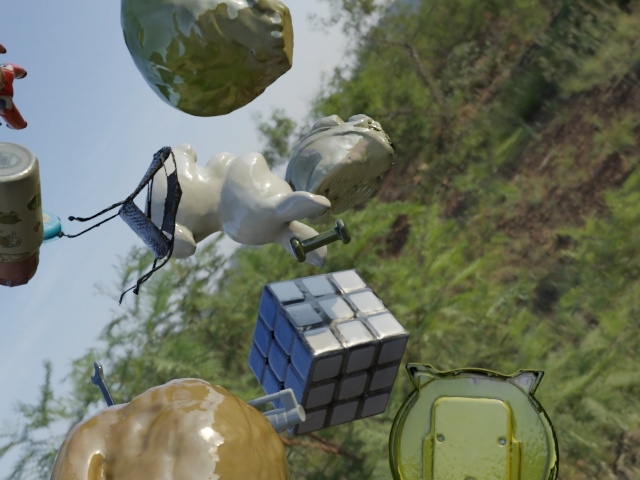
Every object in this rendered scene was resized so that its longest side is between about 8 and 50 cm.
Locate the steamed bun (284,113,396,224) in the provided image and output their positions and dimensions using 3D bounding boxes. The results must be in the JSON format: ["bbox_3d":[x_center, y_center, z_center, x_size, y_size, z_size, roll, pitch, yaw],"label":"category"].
[{"bbox_3d":[0.030,-0.207,2.159,0.280,0.207,0.268,-26,-24,-19],"label":"steamed bun"}]

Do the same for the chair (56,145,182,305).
[{"bbox_3d":[-0.273,-0.033,1.297,0.213,0.149,0.174,-49,9,-26],"label":"chair"}]

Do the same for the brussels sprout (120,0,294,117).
[{"bbox_3d":[-0.197,-0.351,1.476,0.274,0.316,0.243,114,178,-49],"label":"brussels sprout"}]

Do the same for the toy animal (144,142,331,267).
[{"bbox_3d":[-0.163,-0.052,1.721,0.196,0.367,0.241,93,-178,-48],"label":"toy animal"}]

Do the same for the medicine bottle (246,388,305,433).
[{"bbox_3d":[-0.142,0.374,1.755,0.220,0.092,0.061,-21,2,16],"label":"medicine bottle"}]

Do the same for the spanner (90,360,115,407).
[{"bbox_3d":[-0.443,0.363,1.824,0.015,0.254,0.054,1,-50,-40],"label":"spanner"}]

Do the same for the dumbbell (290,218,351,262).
[{"bbox_3d":[0.000,0.000,1.647,0.118,0.052,0.046,-21,18,0],"label":"dumbbell"}]

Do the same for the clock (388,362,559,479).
[{"bbox_3d":[0.254,0.348,1.422,0.071,0.277,0.294,30,-112,-78],"label":"clock"}]

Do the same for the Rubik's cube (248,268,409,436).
[{"bbox_3d":[0.013,0.295,2.279,0.303,0.301,0.305,-10,-49,-28],"label":"Rubik's cube"}]

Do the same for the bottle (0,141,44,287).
[{"bbox_3d":[-0.528,-0.033,1.434,0.120,0.120,0.253,-58,-16,-50],"label":"bottle"}]

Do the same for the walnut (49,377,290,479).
[{"bbox_3d":[-0.197,0.379,1.114,0.384,0.383,0.383,-56,1,2],"label":"walnut"}]

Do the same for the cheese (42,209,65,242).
[{"bbox_3d":[-0.588,-0.011,1.702,0.037,0.106,0.256,-63,3,22],"label":"cheese"}]

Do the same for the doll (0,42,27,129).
[{"bbox_3d":[-0.717,-0.350,1.860,0.384,0.099,0.188,133,136,-82],"label":"doll"}]
